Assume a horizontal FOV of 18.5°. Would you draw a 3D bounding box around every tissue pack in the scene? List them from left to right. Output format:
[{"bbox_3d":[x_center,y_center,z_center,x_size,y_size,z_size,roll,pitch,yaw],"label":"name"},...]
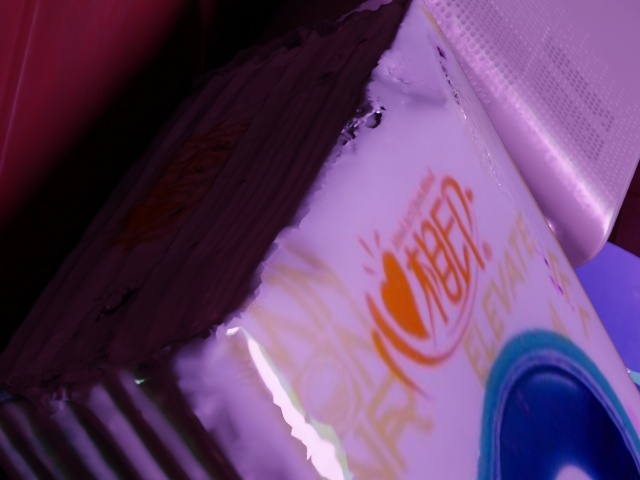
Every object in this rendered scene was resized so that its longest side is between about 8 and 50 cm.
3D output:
[{"bbox_3d":[0.044,0.127,0.869,0.388,0.162,0.287,59,31,-21],"label":"tissue pack"}]

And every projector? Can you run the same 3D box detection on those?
[{"bbox_3d":[0.078,-0.096,1.040,0.177,0.163,0.242,49,37,-17],"label":"projector"}]

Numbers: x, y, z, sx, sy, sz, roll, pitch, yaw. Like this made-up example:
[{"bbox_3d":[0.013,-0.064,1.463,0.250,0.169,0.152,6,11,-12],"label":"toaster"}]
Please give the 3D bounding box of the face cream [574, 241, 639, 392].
[{"bbox_3d":[0.108,0.133,1.266,0.249,0.249,0.225,75,34,-60],"label":"face cream"}]
